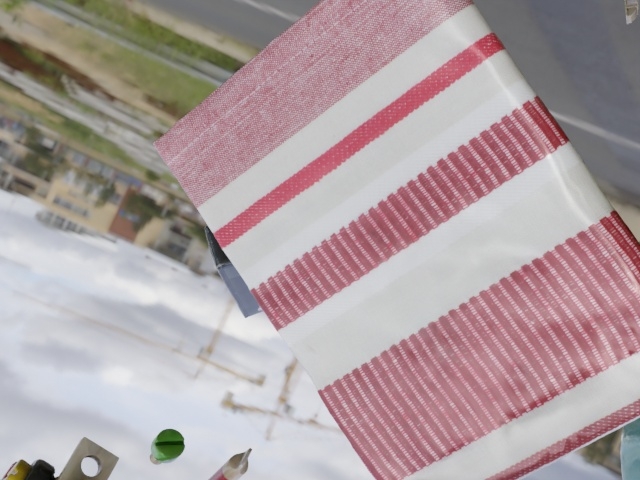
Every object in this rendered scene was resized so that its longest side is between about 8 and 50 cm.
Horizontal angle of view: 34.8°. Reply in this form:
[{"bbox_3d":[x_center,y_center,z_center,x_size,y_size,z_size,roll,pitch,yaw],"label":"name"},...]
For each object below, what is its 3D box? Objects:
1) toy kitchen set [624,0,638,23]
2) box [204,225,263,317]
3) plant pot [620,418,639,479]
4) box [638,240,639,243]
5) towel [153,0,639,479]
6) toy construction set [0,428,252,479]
[{"bbox_3d":[0.521,-0.387,1.620,0.075,0.068,0.083,-3,163,18],"label":"toy kitchen set"},{"bbox_3d":[0.000,0.000,1.087,0.175,0.220,0.051,77,173,-68],"label":"box"},{"bbox_3d":[0.422,0.219,0.936,0.235,0.293,0.293,-21,151,33],"label":"plant pot"},{"bbox_3d":[0.409,-0.090,0.726,0.177,0.279,0.290,38,142,17],"label":"box"},{"bbox_3d":[0.064,0.001,0.666,0.329,0.237,0.037,57,-155,3],"label":"towel"},{"bbox_3d":[-0.194,0.284,1.020,0.257,0.309,0.237,52,143,10],"label":"toy construction set"}]
